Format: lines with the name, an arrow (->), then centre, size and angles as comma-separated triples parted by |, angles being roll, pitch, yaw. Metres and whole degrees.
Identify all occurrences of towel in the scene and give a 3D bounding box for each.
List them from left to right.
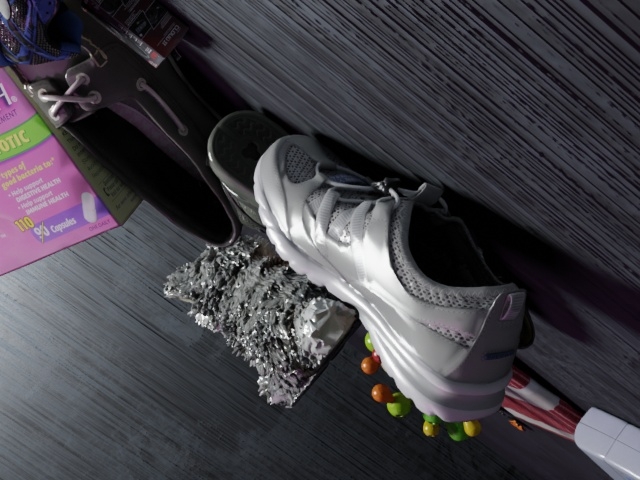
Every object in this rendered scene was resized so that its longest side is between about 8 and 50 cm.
towel -> 0.205, 0.156, 1.299 | 0.329, 0.037, 0.237 | 36, 172, -18

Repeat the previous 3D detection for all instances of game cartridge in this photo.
game cartridge -> 0.407, 0.280, 1.054 | 0.198, 0.062, 0.297 | 36, 175, -39

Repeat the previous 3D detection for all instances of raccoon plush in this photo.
raccoon plush -> -0.081, 0.058, 1.519 | 0.299, 0.216, 0.446 | 39, 156, 6

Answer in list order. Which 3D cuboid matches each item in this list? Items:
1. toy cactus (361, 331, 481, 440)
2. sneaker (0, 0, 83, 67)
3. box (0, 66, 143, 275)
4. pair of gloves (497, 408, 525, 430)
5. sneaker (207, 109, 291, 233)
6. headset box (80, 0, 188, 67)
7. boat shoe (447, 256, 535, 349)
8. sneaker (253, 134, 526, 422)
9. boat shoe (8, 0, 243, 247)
toy cactus -> 0.116, 0.158, 1.270 | 0.219, 0.112, 0.180 | 35, -170, -30
sneaker -> -0.213, -0.199, 0.703 | 0.087, 0.083, 0.221 | 5, 156, 0
box -> -0.313, -0.105, 0.995 | 0.214, 0.117, 0.243 | -19, 115, 29
pair of gloves -> 0.340, 0.321, 1.873 | 0.083, 0.010, 0.074 | 39, 175, 1
sneaker -> -0.004, -0.020, 0.911 | 0.227, 0.087, 0.130 | 39, 175, -2
headset box -> -0.139, -0.166, 0.775 | 0.083, 0.032, 0.062 | 39, 173, -14
boat shoe -> 0.141, 0.051, 0.817 | 0.049, 0.056, 0.152 | 22, 173, 28
sneaker -> 0.055, -0.005, 0.738 | 0.105, 0.115, 0.281 | -9, -138, -39
boat shoe -> -0.165, -0.104, 0.902 | 0.112, 0.095, 0.335 | -14, 145, 32
